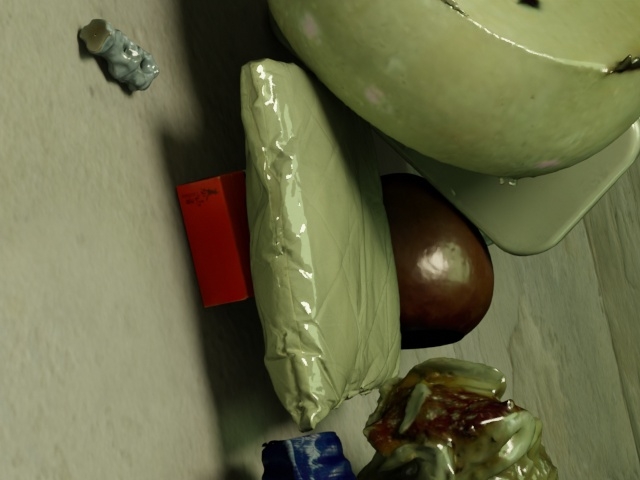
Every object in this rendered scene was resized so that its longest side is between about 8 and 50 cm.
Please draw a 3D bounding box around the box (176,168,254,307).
[{"bbox_3d":[-0.059,-0.008,1.308,0.152,0.048,0.100,-21,96,-66],"label":"box"}]

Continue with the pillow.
[{"bbox_3d":[-0.001,-0.001,1.290,0.281,0.076,0.274,-10,92,-74],"label":"pillow"}]

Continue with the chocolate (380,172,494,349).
[{"bbox_3d":[0.086,0.017,1.503,0.177,0.177,0.176,-12,90,-69],"label":"chocolate"}]

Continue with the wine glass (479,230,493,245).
[{"bbox_3d":[0.169,-0.072,1.878,0.073,0.073,0.155,-59,135,-60],"label":"wine glass"}]

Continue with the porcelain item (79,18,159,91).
[{"bbox_3d":[-0.145,-0.135,1.178,0.083,0.028,0.036,34,46,-62],"label":"porcelain item"}]

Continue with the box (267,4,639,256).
[{"bbox_3d":[0.166,-0.174,1.596,0.352,0.177,0.344,43,19,8],"label":"box"}]

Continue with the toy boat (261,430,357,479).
[{"bbox_3d":[0.013,0.281,1.188,0.219,0.072,0.318,-95,174,-75],"label":"toy boat"}]

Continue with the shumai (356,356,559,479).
[{"bbox_3d":[0.090,0.201,1.322,0.256,0.189,0.218,-57,144,-51],"label":"shumai"}]

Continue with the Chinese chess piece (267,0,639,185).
[{"bbox_3d":[0.125,-0.215,1.284,0.349,0.146,0.349,18,44,-19],"label":"Chinese chess piece"}]
